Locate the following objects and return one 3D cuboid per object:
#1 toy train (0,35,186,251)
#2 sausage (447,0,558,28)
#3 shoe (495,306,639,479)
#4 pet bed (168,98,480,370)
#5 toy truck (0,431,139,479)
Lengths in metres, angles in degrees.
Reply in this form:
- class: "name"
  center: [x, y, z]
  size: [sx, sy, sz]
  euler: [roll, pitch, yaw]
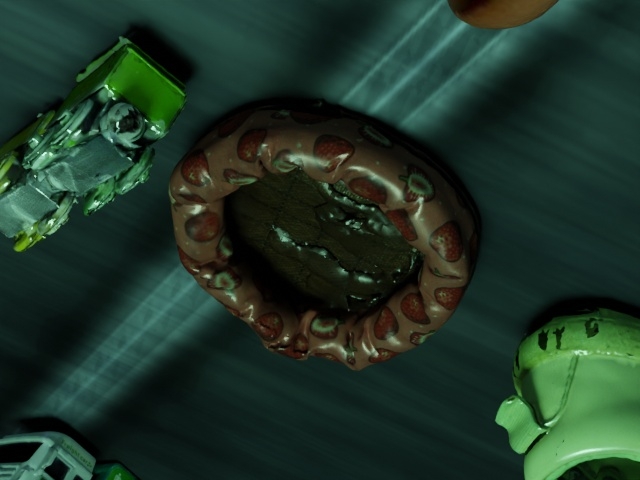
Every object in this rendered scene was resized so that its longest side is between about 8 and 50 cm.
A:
- class: "toy train"
  center: [-0.150, -0.052, 0.707]
  size: [0.060, 0.081, 0.202]
  euler: [40, 147, -21]
- class: "sausage"
  center: [0.088, -0.129, 0.499]
  size: [0.054, 0.059, 0.094]
  euler: [-12, 155, -29]
- class: "shoe"
  center: [0.228, 0.141, 0.724]
  size: [0.262, 0.128, 0.140]
  euler: [29, 157, -3]
- class: "pet bed"
  center: [0.000, 0.000, 0.711]
  size: [0.201, 0.053, 0.201]
  euler: [12, 137, 11]
- class: "toy truck"
  center: [-0.217, 0.280, 1.115]
  size: [0.114, 0.124, 0.253]
  euler: [-12, 129, 37]
